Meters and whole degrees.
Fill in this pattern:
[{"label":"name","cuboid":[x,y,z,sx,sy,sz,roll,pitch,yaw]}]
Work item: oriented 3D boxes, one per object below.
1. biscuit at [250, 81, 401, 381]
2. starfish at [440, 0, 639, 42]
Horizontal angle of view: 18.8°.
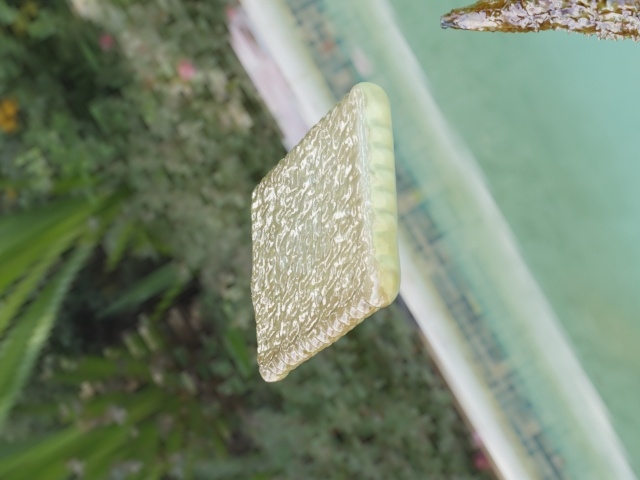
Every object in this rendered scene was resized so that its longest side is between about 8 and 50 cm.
[{"label":"biscuit","cuboid":[0.001,0.000,1.373,0.250,0.030,0.160,138,132,-63]},{"label":"starfish","cuboid":[0.144,-0.109,0.739,0.240,0.227,0.043,72,-154,-48]}]
